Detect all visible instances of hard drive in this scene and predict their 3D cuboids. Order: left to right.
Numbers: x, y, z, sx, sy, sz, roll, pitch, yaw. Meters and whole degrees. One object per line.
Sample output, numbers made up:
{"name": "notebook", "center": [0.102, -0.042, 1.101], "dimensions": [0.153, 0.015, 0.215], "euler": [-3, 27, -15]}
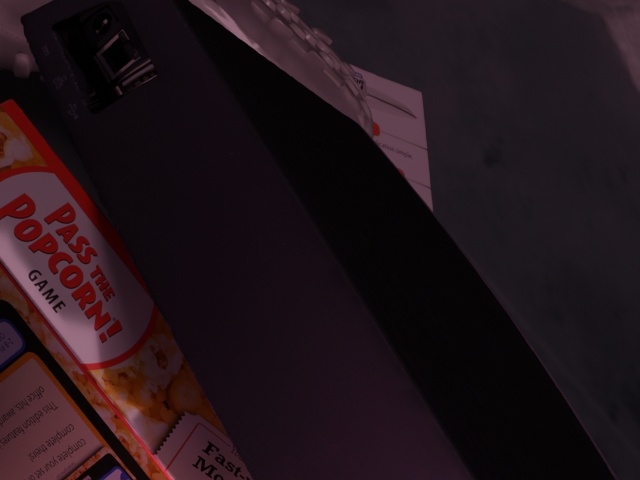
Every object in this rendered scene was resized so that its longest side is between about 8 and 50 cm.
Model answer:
{"name": "hard drive", "center": [0.011, 0.025, 0.536], "dimensions": [0.172, 0.054, 0.254], "euler": [32, 20, -50]}

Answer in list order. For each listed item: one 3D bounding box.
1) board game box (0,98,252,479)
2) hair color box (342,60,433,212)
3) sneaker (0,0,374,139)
{"name": "board game box", "center": [-0.085, 0.075, 0.534], "dimensions": [0.193, 0.147, 0.045], "euler": [52, 41, -2]}
{"name": "hair color box", "center": [0.000, 0.000, 0.734], "dimensions": [0.093, 0.053, 0.167], "euler": [19, 53, -31]}
{"name": "sneaker", "center": [-0.084, -0.094, 0.680], "dimensions": [0.235, 0.095, 0.090], "euler": [37, 6, -5]}
